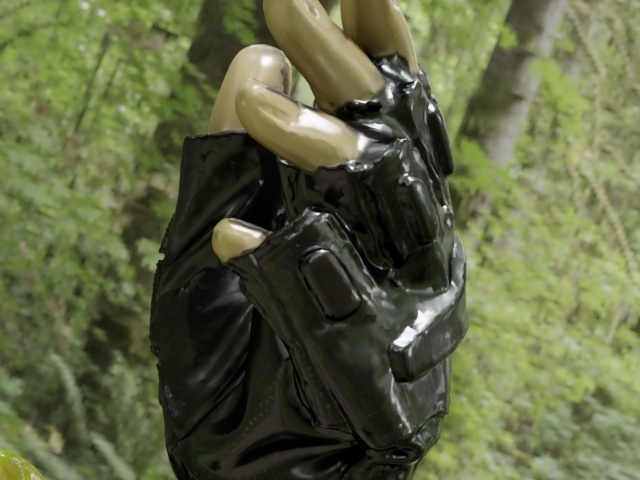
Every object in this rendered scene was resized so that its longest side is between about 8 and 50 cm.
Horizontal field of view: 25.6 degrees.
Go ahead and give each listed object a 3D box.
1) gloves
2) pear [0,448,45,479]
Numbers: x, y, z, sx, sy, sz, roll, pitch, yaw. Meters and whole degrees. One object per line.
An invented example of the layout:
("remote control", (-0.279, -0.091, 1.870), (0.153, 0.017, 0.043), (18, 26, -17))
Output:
("gloves", (0.000, 0.000, 0.512), (0.124, 0.203, 0.164), (9, 23, -37))
("pear", (-0.223, 0.199, 0.730), (0.187, 0.220, 0.187), (34, 25, -18))
